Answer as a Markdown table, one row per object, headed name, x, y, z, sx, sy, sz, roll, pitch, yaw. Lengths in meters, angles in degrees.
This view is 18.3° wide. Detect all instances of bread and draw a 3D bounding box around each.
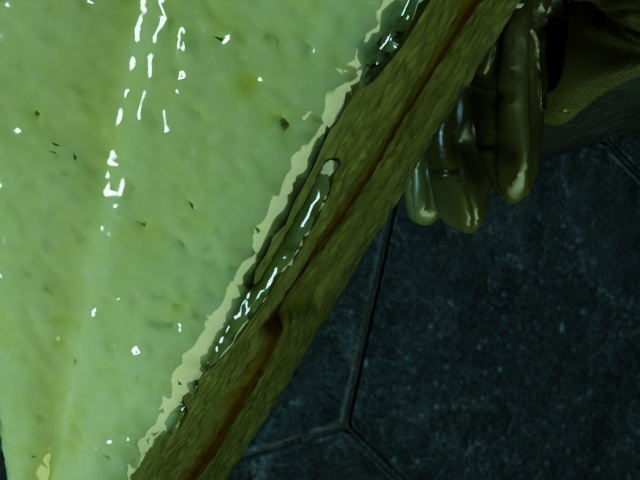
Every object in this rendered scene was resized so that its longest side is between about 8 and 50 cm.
| name | x | y | z | sx | sy | sz | roll | pitch | yaw |
| --- | --- | --- | --- | --- | --- | --- | --- | --- | --- |
| bread | 0.000 | 0.000 | 0.789 | 0.242 | 0.405 | 0.346 | 1 | -161 | 14 |

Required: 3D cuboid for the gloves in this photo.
| name | x | y | z | sx | sy | sz | roll | pitch | yaw |
| --- | --- | --- | --- | --- | --- | --- | --- | --- | --- |
| gloves | 0.143 | -0.131 | 1.051 | 0.331 | 0.141 | 0.154 | -30 | -165 | 30 |
